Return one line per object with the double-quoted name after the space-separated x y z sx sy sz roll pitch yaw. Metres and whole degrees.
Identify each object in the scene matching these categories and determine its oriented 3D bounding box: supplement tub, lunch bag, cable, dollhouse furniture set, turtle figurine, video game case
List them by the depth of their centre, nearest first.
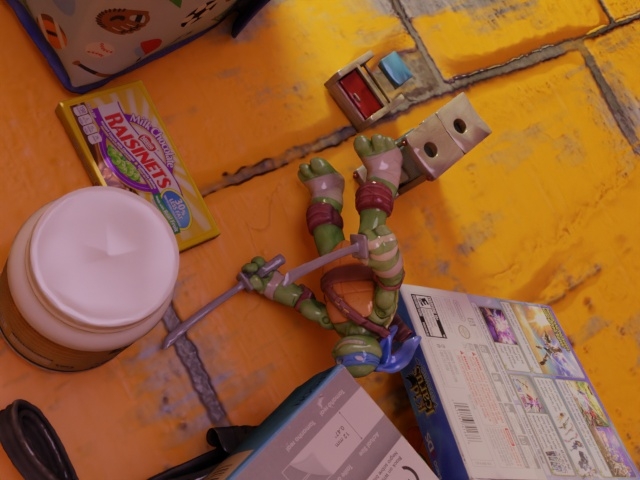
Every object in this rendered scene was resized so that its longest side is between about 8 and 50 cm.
-0.200 0.271 0.704 0.072 0.139 0.287 -30 70 10 "cable"
-0.219 0.040 0.712 0.145 0.200 0.144 9 69 -25 "supplement tub"
-0.127 -0.364 0.827 0.385 0.328 0.238 -38 96 -35 "lunch bag"
0.000 0.000 0.841 0.275 0.197 0.266 14 56 -13 "turtle figurine"
0.220 0.182 0.915 0.245 0.061 0.269 9 41 -24 "video game case"
0.093 -0.160 0.990 0.129 0.129 0.183 -39 94 -32 "dollhouse furniture set"

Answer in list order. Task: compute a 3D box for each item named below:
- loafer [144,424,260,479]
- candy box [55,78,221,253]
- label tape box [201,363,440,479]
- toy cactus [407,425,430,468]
-0.087 0.225 0.792 0.223 0.076 0.078 -28 96 -29 "loafer"
-0.204 -0.077 0.864 0.105 0.027 0.205 -26 86 -36 "candy box"
0.034 0.328 0.696 0.347 0.115 0.249 49 53 2 "label tape box"
0.174 0.305 0.899 0.181 0.112 0.218 32 50 -27 "toy cactus"
